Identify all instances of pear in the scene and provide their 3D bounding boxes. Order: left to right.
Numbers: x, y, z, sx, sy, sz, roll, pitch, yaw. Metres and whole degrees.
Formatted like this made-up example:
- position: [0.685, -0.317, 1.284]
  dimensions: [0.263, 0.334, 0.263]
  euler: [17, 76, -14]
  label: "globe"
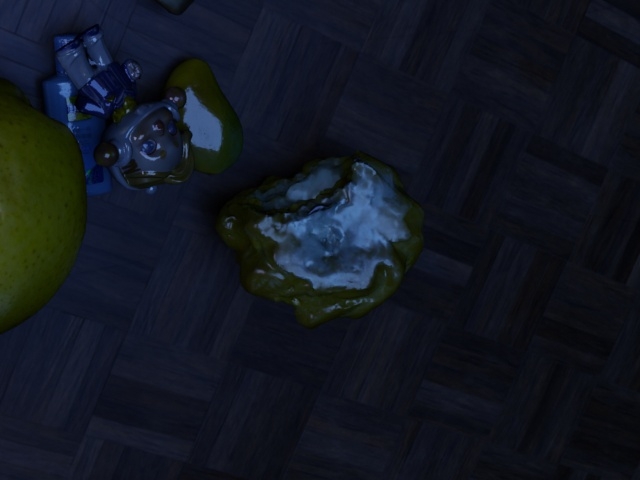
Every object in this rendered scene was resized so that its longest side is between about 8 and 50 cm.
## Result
- position: [-0.530, -0.035, 1.744]
  dimensions: [0.362, 0.362, 0.418]
  euler: [34, 86, -27]
  label: "pear"

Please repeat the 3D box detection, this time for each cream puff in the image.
- position: [0.009, 0.002, 2.025]
  dimensions: [0.323, 0.270, 0.274]
  euler: [-24, 95, -7]
  label: "cream puff"

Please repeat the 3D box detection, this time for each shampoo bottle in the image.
- position: [-0.390, -0.199, 1.915]
  dimensions: [0.103, 0.061, 0.258]
  euler: [-10, 108, -26]
  label: "shampoo bottle"

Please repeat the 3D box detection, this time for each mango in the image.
- position: [-0.202, -0.198, 1.989]
  dimensions: [0.122, 0.085, 0.191]
  euler: [-30, 104, -1]
  label: "mango"

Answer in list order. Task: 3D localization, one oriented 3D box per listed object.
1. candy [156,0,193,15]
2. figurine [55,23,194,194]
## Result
- position: [-0.276, -0.453, 1.855]
  dimensions: [0.104, 0.102, 0.234]
  euler: [-48, 127, 5]
  label: "candy"
- position: [-0.313, -0.191, 1.864]
  dimensions: [0.274, 0.133, 0.194]
  euler: [38, 58, -32]
  label: "figurine"
